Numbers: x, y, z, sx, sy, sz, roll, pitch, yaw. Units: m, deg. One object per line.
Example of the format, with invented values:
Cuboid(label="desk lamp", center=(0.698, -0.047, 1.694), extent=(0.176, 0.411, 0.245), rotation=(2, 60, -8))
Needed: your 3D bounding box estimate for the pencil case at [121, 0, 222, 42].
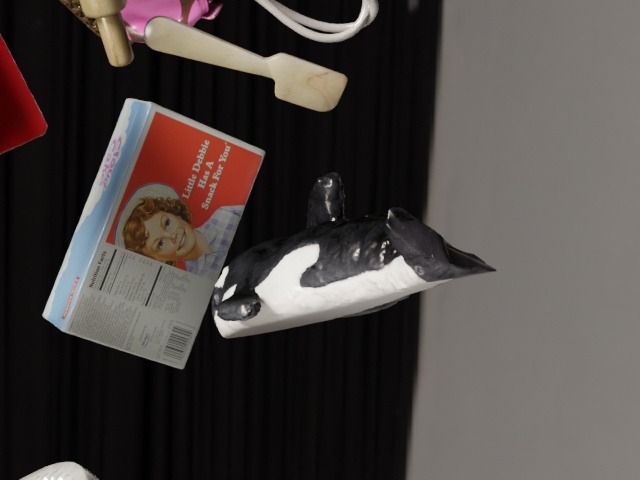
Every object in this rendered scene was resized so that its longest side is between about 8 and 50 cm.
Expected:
Cuboid(label="pencil case", center=(-0.148, -0.259, 1.127), extent=(0.098, 0.095, 0.209), rotation=(14, -31, 21))

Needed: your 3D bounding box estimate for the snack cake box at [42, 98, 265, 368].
Cuboid(label="snack cake box", center=(-0.185, -0.008, 1.544), extent=(0.152, 0.264, 0.089), rotation=(22, -1, -28))

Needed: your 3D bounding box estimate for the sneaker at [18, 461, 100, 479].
Cuboid(label="sneaker", center=(-0.221, 0.270, 0.963), extent=(0.321, 0.127, 0.126), rotation=(-39, 22, 30))

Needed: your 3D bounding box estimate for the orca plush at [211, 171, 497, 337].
Cuboid(label="orca plush", center=(0.000, 0.000, 0.993), extent=(0.151, 0.102, 0.287), rotation=(-7, -8, -20))

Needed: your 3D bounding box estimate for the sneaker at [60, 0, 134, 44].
Cuboid(label="sneaker", center=(-0.219, -0.268, 1.249), extent=(0.064, 0.086, 0.192), rotation=(0, -37, 48))

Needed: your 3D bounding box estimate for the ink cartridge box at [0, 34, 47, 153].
Cuboid(label="ink cartridge box", center=(-0.411, -0.183, 1.146), extent=(0.272, 0.309, 0.130), rotation=(-26, -15, -16))

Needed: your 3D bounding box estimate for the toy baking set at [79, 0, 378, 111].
Cuboid(label="toy baking set", center=(-0.065, -0.184, 0.889), extent=(0.197, 0.256, 0.030), rotation=(-9, 31, -1))
